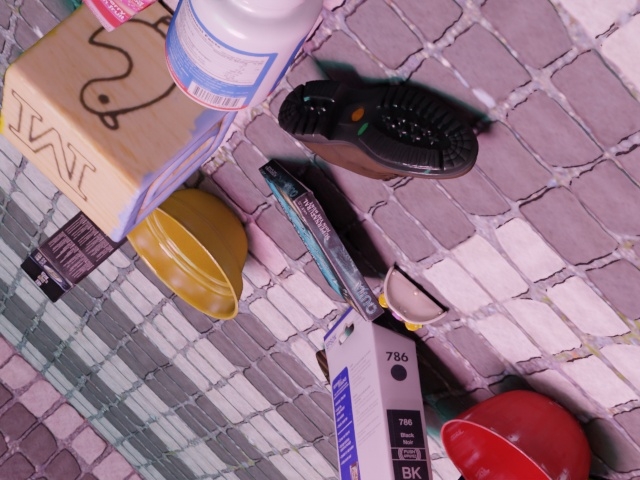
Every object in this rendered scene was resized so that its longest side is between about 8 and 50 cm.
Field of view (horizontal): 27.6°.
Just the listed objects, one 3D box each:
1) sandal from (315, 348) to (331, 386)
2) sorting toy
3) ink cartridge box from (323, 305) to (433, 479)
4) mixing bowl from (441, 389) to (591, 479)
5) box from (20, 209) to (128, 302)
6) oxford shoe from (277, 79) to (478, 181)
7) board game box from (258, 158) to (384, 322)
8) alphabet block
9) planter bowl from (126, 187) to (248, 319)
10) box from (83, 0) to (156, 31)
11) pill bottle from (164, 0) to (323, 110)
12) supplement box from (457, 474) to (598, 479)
[{"bbox_3d":[0.074,0.218,1.766,0.219,0.060,0.090,46,161,37],"label":"sandal"},{"bbox_3d":[0.101,0.076,1.519,0.083,0.045,0.075,41,175,8],"label":"sorting toy"},{"bbox_3d":[0.072,0.241,1.599,0.165,0.065,0.332,127,141,-58],"label":"ink cartridge box"},{"bbox_3d":[0.236,0.236,1.476,0.181,0.098,0.181,35,153,20],"label":"mixing bowl"},{"bbox_3d":[-0.333,-0.004,1.891,0.077,0.180,0.147,49,155,-6],"label":"box"},{"bbox_3d":[0.070,-0.097,1.254,0.227,0.083,0.096,21,165,43],"label":"oxford shoe"},{"bbox_3d":[0.000,0.000,1.513,0.186,0.026,0.126,58,173,-28],"label":"board game box"},{"bbox_3d":[-0.228,-0.148,1.488,0.197,0.192,0.193,43,154,0],"label":"alphabet block"},{"bbox_3d":[-0.162,-0.003,1.734,0.217,0.090,0.217,35,154,20],"label":"planter bowl"},{"bbox_3d":[-0.221,-0.344,1.238,0.257,0.122,0.128,51,154,-15],"label":"box"},{"bbox_3d":[-0.067,-0.215,1.201,0.124,0.124,0.221,44,155,0],"label":"pill bottle"},{"bbox_3d":[0.297,0.409,1.540,0.356,0.195,0.194,4,134,55],"label":"supplement box"}]
